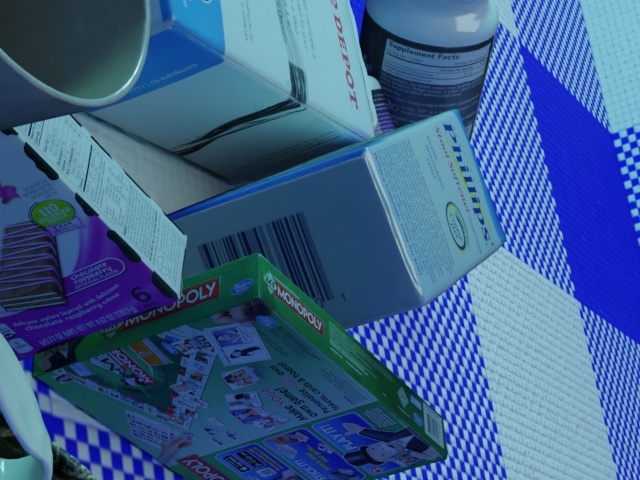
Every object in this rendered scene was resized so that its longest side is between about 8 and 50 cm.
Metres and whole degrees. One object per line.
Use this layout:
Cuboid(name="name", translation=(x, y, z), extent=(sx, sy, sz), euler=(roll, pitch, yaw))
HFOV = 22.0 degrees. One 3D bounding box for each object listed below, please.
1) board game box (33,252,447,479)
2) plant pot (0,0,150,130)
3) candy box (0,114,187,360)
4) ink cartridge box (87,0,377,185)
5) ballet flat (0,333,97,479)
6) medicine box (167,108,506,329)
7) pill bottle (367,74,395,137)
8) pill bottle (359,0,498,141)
Cuboid(name="board game box", translation=(-0.059, 0.133, 1.387), extent=(0.317, 0.213, 0.046), euler=(44, 35, -47))
Cuboid(name="plant pot", translation=(-0.290, -0.157, 1.027), extent=(0.256, 0.274, 0.256), euler=(48, 31, -42))
Cuboid(name="candy box", translation=(-0.227, -0.020, 1.206), extent=(0.233, 0.159, 0.071), euler=(49, 30, -39))
Cuboid(name="ink cartridge box", translation=(-0.121, -0.243, 1.601), extent=(0.395, 0.166, 0.286), euler=(25, 50, -59))
Cuboid(name="ballet flat", translation=(-0.291, 0.059, 0.974), extent=(0.483, 0.182, 0.164), euler=(49, 32, -40))
Cuboid(name="medicine box", translation=(0.000, 0.000, 1.554), extent=(0.289, 0.263, 0.149), euler=(-30, 100, -67))
Cuboid(name="pill bottle", translation=(0.032, -0.128, 1.923), extent=(0.108, 0.108, 0.194), euler=(-13, 85, -67))
Cuboid(name="pill bottle", translation=(0.125, -0.228, 1.987), extent=(0.162, 0.162, 0.278), euler=(-73, 174, -54))
